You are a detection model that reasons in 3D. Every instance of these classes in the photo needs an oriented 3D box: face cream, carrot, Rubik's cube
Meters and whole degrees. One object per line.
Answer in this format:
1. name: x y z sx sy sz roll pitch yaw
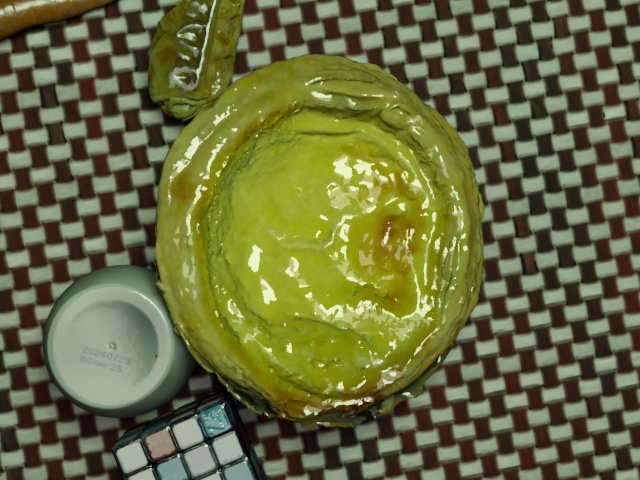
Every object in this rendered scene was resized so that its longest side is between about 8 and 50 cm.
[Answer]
1. face cream: -0.151 0.076 0.839 0.117 0.104 0.117 0 89 -3
2. carrot: -0.251 -0.175 0.875 0.216 0.048 0.048 -19 89 -9
3. Rubik's cube: -0.095 0.175 0.845 0.092 0.092 0.092 -23 90 -4

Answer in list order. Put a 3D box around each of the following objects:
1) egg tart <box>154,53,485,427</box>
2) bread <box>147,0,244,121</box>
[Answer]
1. egg tart: 0.000 0.000 0.844 0.279 0.095 0.278 1 88 -19
2. bread: -0.100 -0.147 0.874 0.066 0.060 0.110 13 88 -32
